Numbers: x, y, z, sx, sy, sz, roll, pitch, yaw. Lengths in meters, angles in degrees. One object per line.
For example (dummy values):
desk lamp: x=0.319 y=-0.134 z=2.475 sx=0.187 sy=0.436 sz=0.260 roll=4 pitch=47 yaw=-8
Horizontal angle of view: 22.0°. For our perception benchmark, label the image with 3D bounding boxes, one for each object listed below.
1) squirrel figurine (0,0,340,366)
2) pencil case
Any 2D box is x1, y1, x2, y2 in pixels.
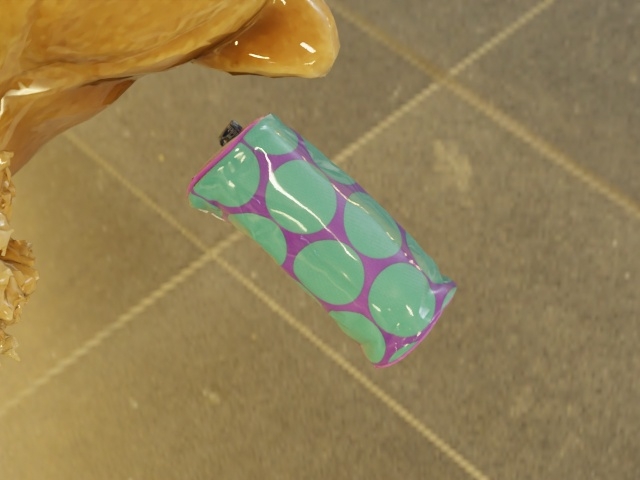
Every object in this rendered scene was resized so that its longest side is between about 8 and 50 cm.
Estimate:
squirrel figurine: x=-0.178 y=-0.028 z=0.592 sx=0.370 sy=0.281 sz=0.397 roll=-24 pitch=42 yaw=14
pencil case: x=0.000 y=0.000 z=0.878 sx=0.152 sy=0.070 sz=0.064 roll=43 pitch=30 yaw=-11
